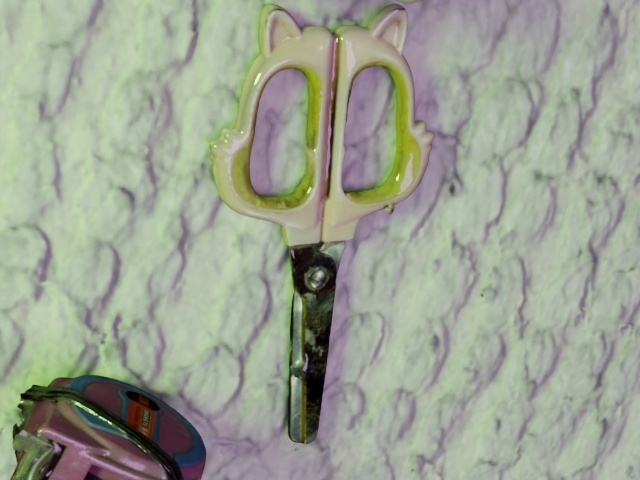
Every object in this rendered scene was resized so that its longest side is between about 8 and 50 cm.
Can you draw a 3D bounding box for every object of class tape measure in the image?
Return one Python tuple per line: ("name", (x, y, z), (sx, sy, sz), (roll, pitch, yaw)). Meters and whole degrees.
("tape measure", (-0.136, 0.135, 0.716), (0.125, 0.118, 0.074), (29, 99, -13))

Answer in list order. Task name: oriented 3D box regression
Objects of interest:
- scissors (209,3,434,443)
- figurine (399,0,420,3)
("scissors", (0.000, 0.000, 0.772), (0.160, 0.024, 0.318), (-5, 112, -22))
("figurine", (0.019, -0.220, 0.627), (0.256, 0.144, 0.182), (-38, 123, -2))
